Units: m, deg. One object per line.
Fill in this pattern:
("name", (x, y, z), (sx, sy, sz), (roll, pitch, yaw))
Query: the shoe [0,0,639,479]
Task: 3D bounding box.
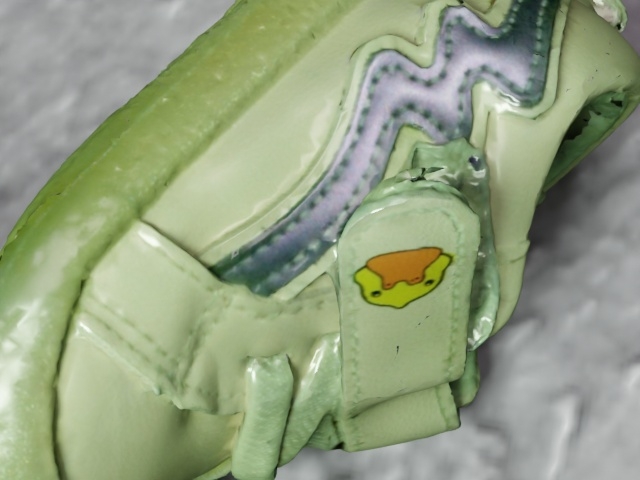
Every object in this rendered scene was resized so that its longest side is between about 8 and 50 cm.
("shoe", (-0.006, -0.004, 0.509), (0.128, 0.140, 0.262), (26, 64, 20))
